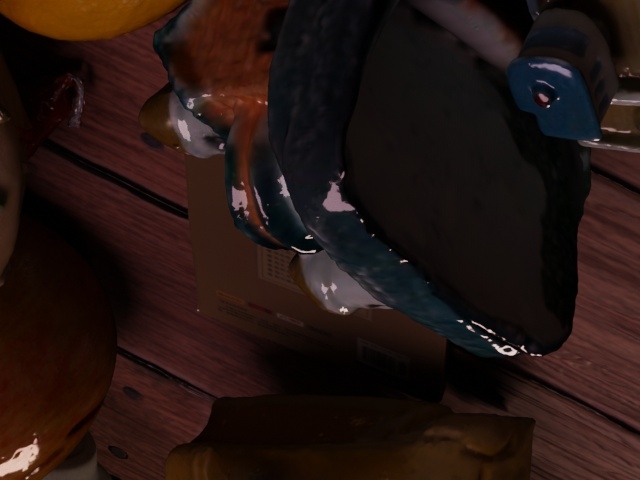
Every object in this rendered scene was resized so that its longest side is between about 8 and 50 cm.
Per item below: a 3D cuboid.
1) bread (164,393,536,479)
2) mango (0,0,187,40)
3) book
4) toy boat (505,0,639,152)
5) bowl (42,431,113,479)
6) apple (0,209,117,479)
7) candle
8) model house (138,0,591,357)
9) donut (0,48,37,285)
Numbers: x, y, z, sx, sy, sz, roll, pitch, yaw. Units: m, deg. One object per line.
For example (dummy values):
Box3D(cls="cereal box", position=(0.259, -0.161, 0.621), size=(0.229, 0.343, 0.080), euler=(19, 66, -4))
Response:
Box3D(cls="bread", position=(0.007, 0.287, 1.468), size=(0.300, 0.341, 0.210), euler=(5, -177, 34))
Box3D(cls="mango", position=(-0.121, -0.214, 1.083), size=(0.176, 0.119, 0.317), euler=(11, 147, -19))
Box3D(cls="book", position=(0.000, 0.000, 1.398), size=(0.217, 0.021, 0.310), euler=(21, 147, 13))
Box3D(cls="toy boat", position=(0.155, -0.111, 1.053), size=(0.088, 0.102, 0.215), euler=(7, 142, 26))
Box3D(cls="bowl", position=(-0.324, 0.252, 1.770), size=(0.434, 0.435, 0.196), euler=(24, 104, 6))
Box3D(cls="apple", position=(-0.308, 0.100, 1.564), size=(0.264, 0.264, 0.264), euler=(20, 147, 14))
Box3D(cls="candle", position=(-0.217, -0.087, 1.414), size=(0.053, 0.048, 0.162), euler=(10, 155, -28))
Box3D(cls="model house", position=(-0.006, -0.050, 1.158), size=(0.291, 0.184, 0.253), euler=(4, 161, 41))
Box3D(cls="donut", position=(-0.358, -0.085, 1.346), size=(0.307, 0.150, 0.371), euler=(-36, 97, 24))
